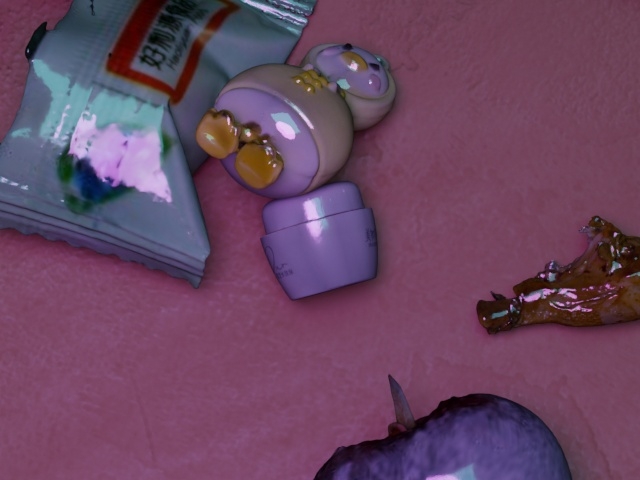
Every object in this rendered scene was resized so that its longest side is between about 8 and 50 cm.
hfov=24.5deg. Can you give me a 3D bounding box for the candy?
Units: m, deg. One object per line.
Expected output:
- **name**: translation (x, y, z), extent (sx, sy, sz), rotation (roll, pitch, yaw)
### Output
- **candy**: translation (-0.175, -0.165, 1.520), extent (0.263, 0.172, 0.398), rotation (24, 58, -5)

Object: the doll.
- **doll**: translation (-0.010, -0.135, 1.467), extent (0.141, 0.117, 0.296), rotation (32, 44, 14)

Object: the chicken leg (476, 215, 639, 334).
- **chicken leg**: translation (0.257, 0.042, 1.493), extent (0.207, 0.085, 0.101), rotation (-14, 112, 3)

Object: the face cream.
- **face cream**: translation (0.000, 0.000, 1.484), extent (0.117, 0.117, 0.104), rotation (-14, 87, -3)

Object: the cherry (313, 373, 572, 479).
- **cherry**: translation (0.117, 0.266, 1.376), extent (0.255, 0.218, 0.296), rotation (-23, 89, -4)
